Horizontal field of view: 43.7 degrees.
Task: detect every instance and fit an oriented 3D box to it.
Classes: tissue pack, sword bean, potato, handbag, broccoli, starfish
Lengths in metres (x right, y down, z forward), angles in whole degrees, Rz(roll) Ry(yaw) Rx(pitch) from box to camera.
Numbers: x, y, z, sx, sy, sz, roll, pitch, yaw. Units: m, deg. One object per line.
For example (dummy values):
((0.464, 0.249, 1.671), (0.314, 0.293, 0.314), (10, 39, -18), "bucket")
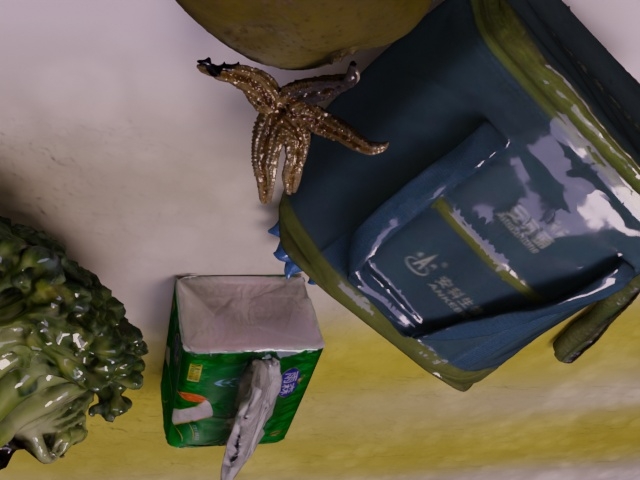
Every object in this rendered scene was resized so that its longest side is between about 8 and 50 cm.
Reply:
((-0.091, 0.159, 0.879), (0.147, 0.156, 0.209), (-1, 139, -19), "tissue pack")
((0.376, 0.068, 1.002), (0.043, 0.038, 0.269), (-19, 149, -36), "sword bean")
((-0.032, -0.202, 0.452), (0.174, 0.159, 0.251), (-17, 138, 19), "potato")
((0.130, -0.044, 0.624), (0.263, 0.222, 0.241), (40, 123, -13), "handbag")
((-0.335, 0.100, 0.693), (0.324, 0.272, 0.334), (38, 137, 2), "broccoli")
((-0.025, -0.089, 0.522), (0.133, 0.041, 0.130), (-32, 126, 33), "starfish")

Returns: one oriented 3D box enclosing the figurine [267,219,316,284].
((0.000, 0.000, 0.770), (0.114, 0.079, 0.114), (-8, 148, -5), "figurine")
